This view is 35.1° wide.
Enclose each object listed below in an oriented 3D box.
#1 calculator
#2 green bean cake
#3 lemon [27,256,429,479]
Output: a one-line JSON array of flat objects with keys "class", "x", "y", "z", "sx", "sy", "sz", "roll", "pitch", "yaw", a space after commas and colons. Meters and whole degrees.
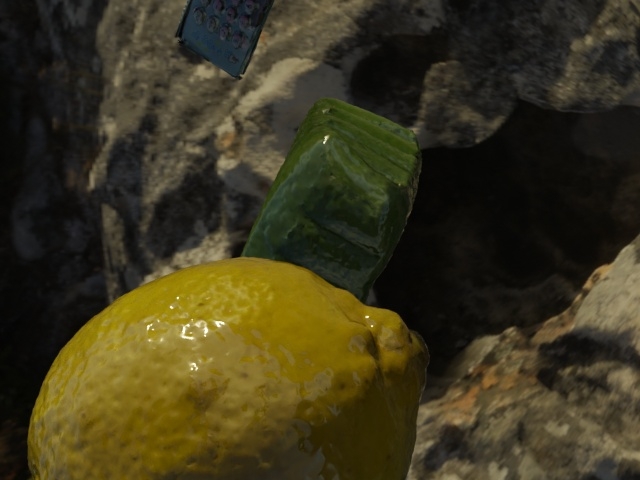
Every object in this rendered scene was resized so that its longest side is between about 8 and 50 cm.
[{"class": "calculator", "x": -0.044, "y": -0.177, "z": 0.612, "sx": 0.057, "sy": 0.018, "sz": 0.172, "roll": 32, "pitch": 129, "yaw": 5}, {"class": "green bean cake", "x": 0.000, "y": 0.000, "z": 0.944, "sx": 0.125, "sy": 0.222, "sz": 0.248, "roll": 23, "pitch": 116, "yaw": -2}, {"class": "lemon", "x": -0.056, "y": 0.113, "z": 0.611, "sx": 0.260, "sy": 0.204, "sz": 0.204, "roll": -23, "pitch": 85, "yaw": 5}]
